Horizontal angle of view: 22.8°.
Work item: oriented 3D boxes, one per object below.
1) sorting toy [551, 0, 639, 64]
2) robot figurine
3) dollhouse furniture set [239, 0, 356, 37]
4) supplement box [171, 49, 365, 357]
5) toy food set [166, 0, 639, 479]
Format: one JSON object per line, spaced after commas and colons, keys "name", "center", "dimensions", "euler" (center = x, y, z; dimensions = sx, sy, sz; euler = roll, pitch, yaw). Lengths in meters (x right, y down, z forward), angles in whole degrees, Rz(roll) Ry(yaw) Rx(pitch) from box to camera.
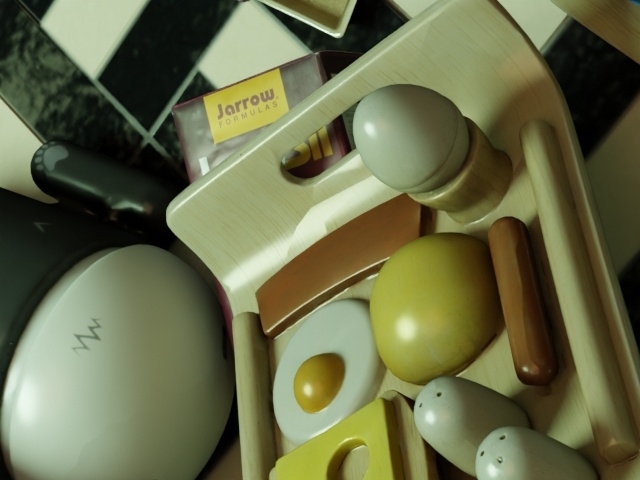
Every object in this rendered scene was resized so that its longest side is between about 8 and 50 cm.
{"name": "sorting toy", "center": [0.223, -0.169, 0.689], "dimensions": [0.257, 0.089, 0.255], "euler": [45, 114, 42]}
{"name": "robot figurine", "center": [-0.181, 0.061, 0.937], "dimensions": [0.278, 0.173, 0.209], "euler": [18, 114, 27]}
{"name": "dollhouse furniture set", "center": [-0.031, -0.169, 0.885], "dimensions": [0.114, 0.081, 0.091], "euler": [29, 107, 25]}
{"name": "supplement box", "center": [0.000, 0.000, 0.879], "dimensions": [0.104, 0.081, 0.188], "euler": [-18, 84, 29]}
{"name": "toy food set", "center": [0.017, 0.049, 0.703], "dimensions": [0.219, 0.092, 0.306], "euler": [-34, 41, 28]}
